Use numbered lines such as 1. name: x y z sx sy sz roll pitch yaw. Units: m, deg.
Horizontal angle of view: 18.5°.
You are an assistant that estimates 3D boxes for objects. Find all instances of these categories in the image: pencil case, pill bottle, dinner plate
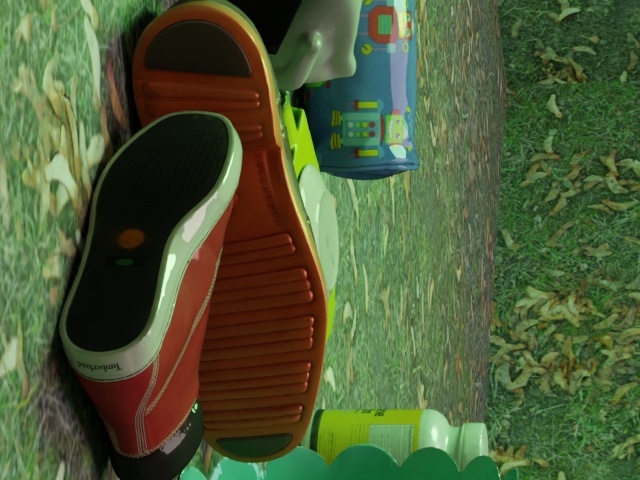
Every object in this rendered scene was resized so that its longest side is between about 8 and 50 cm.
1. pencil case: 0.035 -0.215 2.031 0.119 0.133 0.306 -2 90 -34
2. pill bottle: 0.076 0.223 2.007 0.103 0.184 0.103 -1 90 -79
3. dinner plate: 0.000 0.000 1.796 0.141 0.017 0.141 -2 90 -78

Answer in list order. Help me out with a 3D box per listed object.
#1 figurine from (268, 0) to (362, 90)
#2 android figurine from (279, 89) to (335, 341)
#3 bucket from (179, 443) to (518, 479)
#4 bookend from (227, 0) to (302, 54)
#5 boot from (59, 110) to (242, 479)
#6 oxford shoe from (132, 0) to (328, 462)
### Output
1. figurine: -0.002 -0.267 1.670 0.209 0.092 0.215 107 -20 -52
2. android figurine: -0.033 -0.003 1.805 0.273 0.056 0.248 76 16 -46
3. bucket: 0.019 0.269 1.506 0.281 0.281 0.183 -22 112 -78
4. bookend: -0.052 -0.262 1.590 0.156 0.072 0.157 121 -30 -54
5. boot: -0.104 0.043 1.361 0.176 0.088 0.244 78 23 -47
6. oxford shoe: -0.059 -0.011 1.498 0.133 0.130 0.364 -78 164 -72
